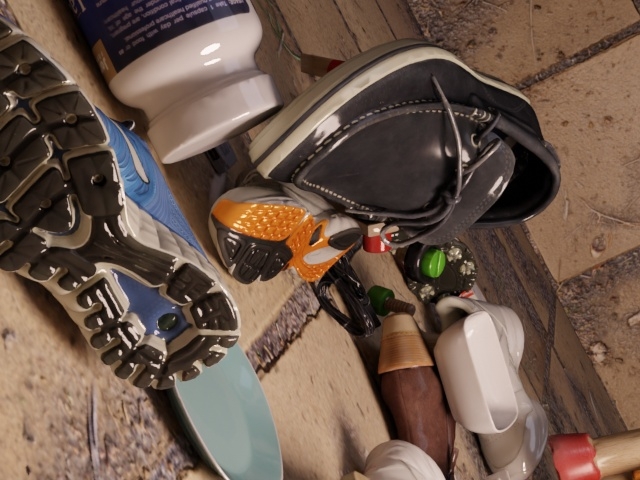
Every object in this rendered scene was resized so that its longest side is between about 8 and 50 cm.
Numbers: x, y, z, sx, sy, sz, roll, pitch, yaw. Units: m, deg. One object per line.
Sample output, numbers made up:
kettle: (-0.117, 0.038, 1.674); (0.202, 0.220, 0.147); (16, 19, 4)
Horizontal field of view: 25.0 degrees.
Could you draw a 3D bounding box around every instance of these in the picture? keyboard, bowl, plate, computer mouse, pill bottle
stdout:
keyboard: (0.008, 0.024, 1.710); (0.192, 0.038, 0.100); (61, -9, -7)
bowl: (0.180, 0.159, 1.703); (0.142, 0.053, 0.142); (-9, 81, -69)
plate: (-0.086, 0.130, 1.173); (0.188, 0.024, 0.188); (57, 16, -26)
computer mouse: (0.000, 0.000, 1.612); (0.041, 0.071, 0.242); (-35, 102, -42)
pill bottle: (-0.144, -0.213, 1.310); (0.265, 0.153, 0.153); (64, 14, 3)

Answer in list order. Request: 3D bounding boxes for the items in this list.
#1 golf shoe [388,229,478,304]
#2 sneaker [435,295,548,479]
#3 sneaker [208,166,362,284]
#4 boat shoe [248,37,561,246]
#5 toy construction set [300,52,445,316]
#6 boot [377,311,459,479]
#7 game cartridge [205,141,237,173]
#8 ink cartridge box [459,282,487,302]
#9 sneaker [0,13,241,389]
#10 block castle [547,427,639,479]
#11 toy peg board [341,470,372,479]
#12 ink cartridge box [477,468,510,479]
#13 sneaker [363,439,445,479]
golf shoe: (0.141, -0.008, 2.083); (0.273, 0.105, 0.120); (50, 12, -45)
sneaker: (0.228, 0.209, 2.056); (0.152, 0.114, 0.305); (23, 39, -33)
sneaker: (-0.060, -0.027, 1.451); (0.121, 0.099, 0.262); (46, 11, 19)
boat shoe: (0.111, -0.088, 1.476); (0.500, 0.187, 0.156); (1, 53, -59)
toy construction set: (0.042, -0.114, 1.769); (0.257, 0.237, 0.309); (-50, 139, -29)
boot: (0.131, 0.212, 1.743); (0.248, 0.090, 0.207); (39, 40, -62)
game cartridge: (-0.116, -0.113, 1.516); (0.083, 0.017, 0.056); (61, 18, -9)
ink cartridge box: (0.248, 0.085, 2.438); (0.115, 0.029, 0.063); (57, 16, -21)
sneaker: (-0.182, -0.039, 0.987); (0.330, 0.130, 0.147); (56, 1, -38)
block castle: (0.407, 0.491, 1.912); (0.303, 0.213, 0.453); (61, 17, -64)
toy peg board: (0.054, 0.306, 1.256); (0.160, 0.079, 0.161); (38, 27, -53)
ink cartridge box: (0.175, 0.334, 1.579); (0.060, 0.104, 0.180); (46, 22, -48)
sneaker: (0.123, 0.307, 1.433); (0.232, 0.090, 0.115); (37, 29, 6)
